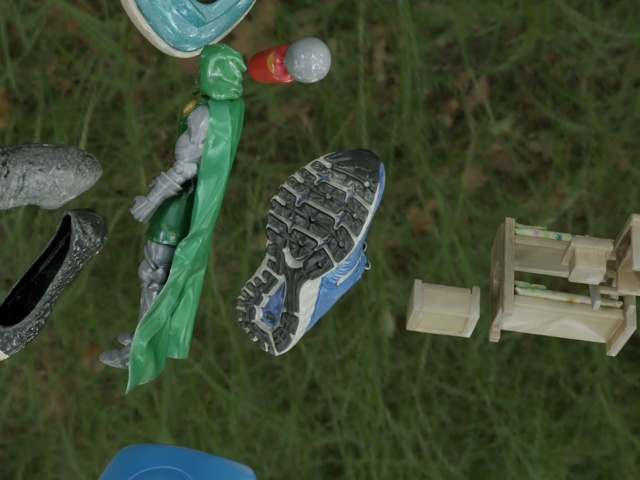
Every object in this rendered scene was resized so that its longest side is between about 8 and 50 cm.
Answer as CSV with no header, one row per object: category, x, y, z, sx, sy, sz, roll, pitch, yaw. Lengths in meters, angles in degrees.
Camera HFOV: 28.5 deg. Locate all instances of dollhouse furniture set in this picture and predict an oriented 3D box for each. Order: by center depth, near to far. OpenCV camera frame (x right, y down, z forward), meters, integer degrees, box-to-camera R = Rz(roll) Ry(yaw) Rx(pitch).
dollhouse furniture set,0.174,0.005,1.022,0.182,0.101,0.161,8,150,-3

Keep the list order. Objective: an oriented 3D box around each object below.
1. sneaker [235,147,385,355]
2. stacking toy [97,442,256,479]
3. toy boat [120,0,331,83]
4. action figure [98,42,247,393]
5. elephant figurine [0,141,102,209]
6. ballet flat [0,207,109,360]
sneaker,0.000,0.000,1.662,0.147,0.130,0.330,-35,160,-49
stacking toy,-0.145,0.376,1.372,0.175,0.165,0.302,7,135,21
toy boat,-0.118,-0.340,1.771,0.148,0.267,0.318,1,142,50
action figure,-0.095,-0.023,0.867,0.063,0.137,0.232,18,102,0
elephant figurine,-0.257,-0.070,0.637,0.239,0.169,0.186,-17,-177,-1
ballet flat,-0.255,0.037,1.122,0.173,0.057,0.049,-51,141,11
